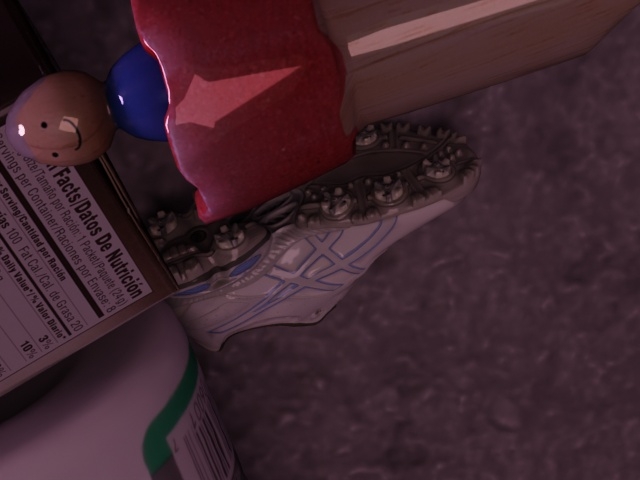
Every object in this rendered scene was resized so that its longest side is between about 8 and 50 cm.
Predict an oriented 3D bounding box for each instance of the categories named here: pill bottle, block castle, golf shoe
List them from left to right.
[{"bbox_3d":[-0.103,0.219,0.710,0.204,0.204,0.361,-20,112,-1],"label":"pill bottle"},{"bbox_3d":[-0.068,-0.261,0.483,0.213,0.303,0.453,-18,111,-1],"label":"block castle"},{"bbox_3d":[0.000,0.000,0.731,0.176,0.069,0.086,-19,132,2],"label":"golf shoe"}]

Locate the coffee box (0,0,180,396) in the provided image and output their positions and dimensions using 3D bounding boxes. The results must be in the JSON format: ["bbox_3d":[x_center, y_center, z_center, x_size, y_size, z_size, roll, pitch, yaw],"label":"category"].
[{"bbox_3d":[-0.230,0.015,0.604,0.297,0.168,0.119,-31,128,-5],"label":"coffee box"}]
